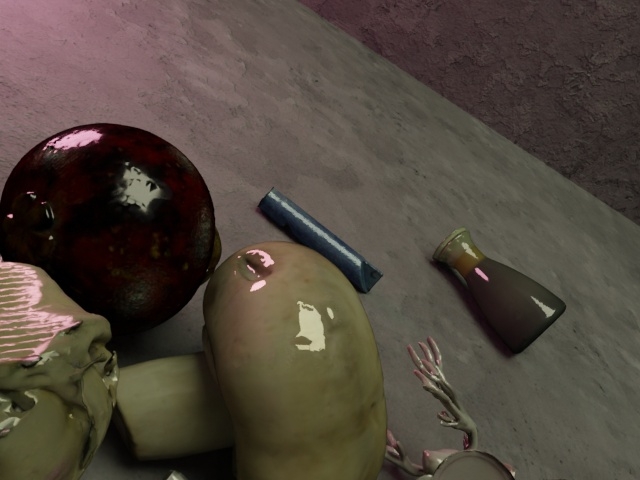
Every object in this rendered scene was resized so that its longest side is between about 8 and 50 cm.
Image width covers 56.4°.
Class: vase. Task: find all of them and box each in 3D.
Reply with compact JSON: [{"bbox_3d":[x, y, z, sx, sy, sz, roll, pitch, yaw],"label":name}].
[{"bbox_3d":[0.435,0.114,1.498,0.321,0.173,0.173,46,32,21],"label":"vase"}]

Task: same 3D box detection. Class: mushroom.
[{"bbox_3d":[-0.056,0.193,0.758,0.325,0.353,0.353,37,28,27],"label":"mushroom"}]

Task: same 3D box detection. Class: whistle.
[{"bbox_3d":[0.000,0.000,1.282,0.304,0.062,0.062,38,32,-2],"label":"whistle"}]

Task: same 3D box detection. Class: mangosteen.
[{"bbox_3d":[-0.278,-0.010,0.819,0.311,0.311,0.311,26,34,-20],"label":"mangosteen"}]

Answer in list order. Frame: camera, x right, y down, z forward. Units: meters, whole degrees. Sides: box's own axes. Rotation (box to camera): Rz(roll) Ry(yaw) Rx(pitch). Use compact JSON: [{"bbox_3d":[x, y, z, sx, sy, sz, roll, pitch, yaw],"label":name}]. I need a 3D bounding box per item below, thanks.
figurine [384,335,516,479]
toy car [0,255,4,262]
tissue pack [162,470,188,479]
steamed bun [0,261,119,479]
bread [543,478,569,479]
[{"bbox_3d":[0.170,0.308,0.863,0.284,0.206,0.316,52,-1,6],"label":"figurine"},{"bbox_3d":[-0.459,0.021,0.816,0.059,0.035,0.122,16,30,-32],"label":"toy car"},{"bbox_3d":[-0.126,0.381,0.634,0.229,0.145,0.159,39,65,2],"label":"tissue pack"},{"bbox_3d":[-0.353,0.167,0.602,0.280,0.207,0.268,19,33,31],"label":"steamed bun"},{"bbox_3d":[0.372,0.535,0.855,0.398,0.215,0.398,25,30,-16],"label":"bread"}]
